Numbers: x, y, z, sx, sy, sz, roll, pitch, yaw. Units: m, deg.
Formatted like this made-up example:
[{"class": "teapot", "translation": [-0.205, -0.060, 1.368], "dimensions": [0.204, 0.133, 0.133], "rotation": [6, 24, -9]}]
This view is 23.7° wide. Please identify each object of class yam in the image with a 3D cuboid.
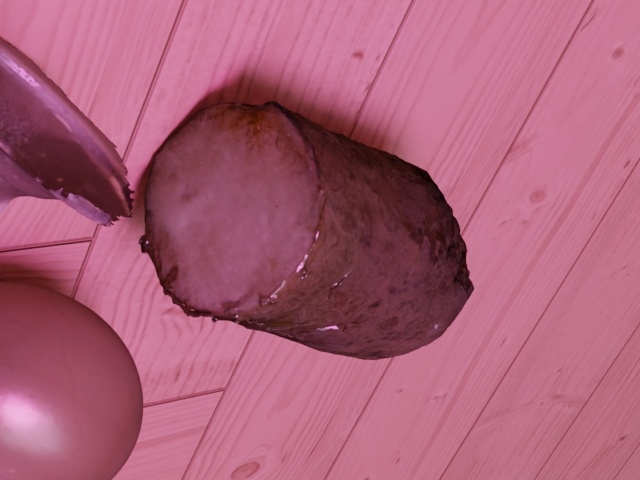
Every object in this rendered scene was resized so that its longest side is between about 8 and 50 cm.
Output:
[{"class": "yam", "translation": [0.000, 0.000, 1.361], "dimensions": [0.195, 0.195, 0.300], "rotation": [-49, 146, 16]}]

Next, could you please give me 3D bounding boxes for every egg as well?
[{"class": "egg", "translation": [-0.251, 0.128, 1.262], "dimensions": [0.186, 0.186, 0.241], "rotation": [-42, 145, 5]}]

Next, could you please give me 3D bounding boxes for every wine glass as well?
[{"class": "wine glass", "translation": [-0.301, 0.023, 1.050], "dimensions": [0.323, 0.238, 0.238], "rotation": [-41, 148, 7]}]
